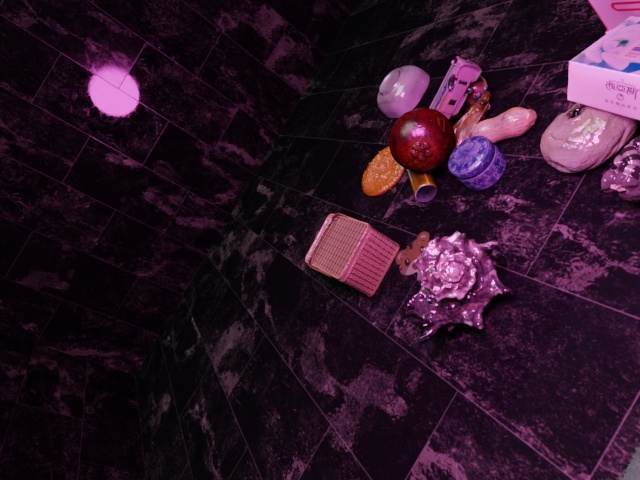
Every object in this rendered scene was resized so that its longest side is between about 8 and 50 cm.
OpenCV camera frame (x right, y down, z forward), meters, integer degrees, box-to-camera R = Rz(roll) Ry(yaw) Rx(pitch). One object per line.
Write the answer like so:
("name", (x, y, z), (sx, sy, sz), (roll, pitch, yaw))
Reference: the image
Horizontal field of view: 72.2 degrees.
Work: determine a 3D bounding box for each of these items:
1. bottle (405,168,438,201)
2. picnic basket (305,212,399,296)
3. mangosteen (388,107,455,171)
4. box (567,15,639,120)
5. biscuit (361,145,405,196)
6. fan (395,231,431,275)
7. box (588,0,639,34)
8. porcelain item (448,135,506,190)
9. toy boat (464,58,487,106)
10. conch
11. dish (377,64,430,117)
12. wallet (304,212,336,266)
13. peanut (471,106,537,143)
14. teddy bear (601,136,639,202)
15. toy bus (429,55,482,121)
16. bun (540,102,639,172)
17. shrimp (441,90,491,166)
("bottle", (0.352, -0.258, 1.590), (0.082, 0.082, 0.286), (-41, 34, 29))
("picnic basket", (0.097, 0.041, 1.611), (0.227, 0.175, 0.313), (-61, 29, -2))
("mangosteen", (0.342, -0.352, 1.480), (0.215, 0.215, 0.257), (-37, 24, 34))
("box", (0.732, -0.373, 0.959), (0.203, 0.116, 0.274), (-35, 42, -7))
("biscuit", (0.261, -0.291, 1.810), (0.254, 0.035, 0.253), (-37, 37, 34))
("fan", (0.317, 0.076, 1.410), (0.152, 0.008, 0.226), (-43, 32, 24))
("box", (0.834, -0.638, 0.973), (0.314, 0.300, 0.312), (-53, 30, 10))
("porcelain item", (0.478, -0.239, 1.347), (0.147, 0.114, 0.147), (-37, 37, 35))
("toy boat", (0.536, -0.599, 1.615), (0.108, 0.099, 0.292), (112, 163, -45))
("conch", (0.331, 0.117, 1.124), (0.186, 0.241, 0.312), (-98, 33, -67))
("dish", (0.348, -0.674, 1.946), (0.256, 0.117, 0.256), (-37, 36, 34))
("wallet", (0.000, 0.000, 1.934), (0.169, 0.052, 0.245), (-5, 61, 59))
("peanut", (0.559, -0.348, 1.350), (0.207, 0.087, 0.087), (-13, 53, 53))
("teddy bear", (0.724, -0.151, 0.863), (0.171, 0.144, 0.251), (-52, 30, -17))
("toy bus", (0.455, -0.506, 1.548), (0.112, 0.090, 0.273), (-89, 16, -44))
("bun", (0.660, -0.273, 1.101), (0.221, 0.108, 0.221), (-38, 35, 33))
("shrimp", (0.493, -0.385, 1.516), (0.294, 0.062, 0.154), (-54, 24, 12))
